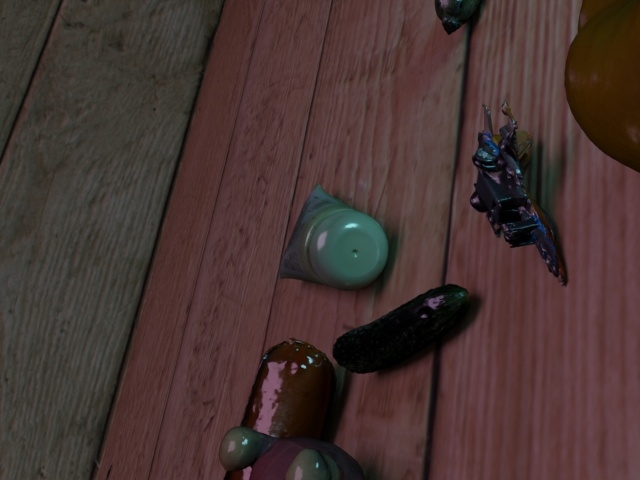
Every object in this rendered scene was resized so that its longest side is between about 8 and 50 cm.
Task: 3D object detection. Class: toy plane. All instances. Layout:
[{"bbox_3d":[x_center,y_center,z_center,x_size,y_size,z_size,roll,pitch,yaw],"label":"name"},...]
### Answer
[{"bbox_3d":[0.162,-0.033,0.790,0.135,0.062,0.188,87,180,-47],"label":"toy plane"}]

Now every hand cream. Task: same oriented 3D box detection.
[{"bbox_3d":[0.000,0.000,1.181,0.147,0.093,0.306,-68,16,0],"label":"hand cream"}]

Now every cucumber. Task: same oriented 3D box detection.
[{"bbox_3d":[0.082,0.090,0.918,0.058,0.052,0.214,-47,6,-33],"label":"cucumber"}]

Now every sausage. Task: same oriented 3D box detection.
[{"bbox_3d":[-0.061,0.276,1.064,0.330,0.102,0.102,-71,18,-3],"label":"sausage"}]

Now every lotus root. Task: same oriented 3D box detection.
[{"bbox_3d":[0.160,-0.286,1.073,0.049,0.054,0.099,98,-174,-70],"label":"lotus root"}]

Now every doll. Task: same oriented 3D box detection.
[{"bbox_3d":[-0.046,0.317,0.892,0.196,0.152,0.256,147,137,-82],"label":"doll"}]

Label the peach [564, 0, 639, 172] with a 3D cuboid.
[{"bbox_3d":[0.244,-0.148,0.540,0.251,0.153,0.251,-49,25,33],"label":"peach"}]
